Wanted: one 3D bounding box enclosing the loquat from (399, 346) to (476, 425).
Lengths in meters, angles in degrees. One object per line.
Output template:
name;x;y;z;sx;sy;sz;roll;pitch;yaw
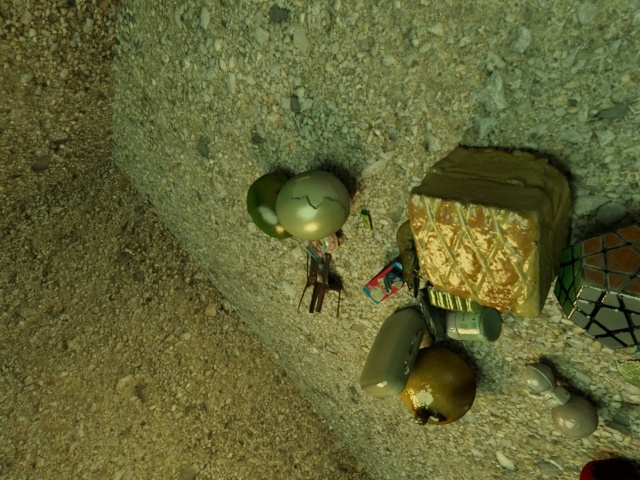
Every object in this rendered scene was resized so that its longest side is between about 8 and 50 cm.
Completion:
loquat;0.472;0.624;1.807;0.328;0.359;0.329;19;132;23

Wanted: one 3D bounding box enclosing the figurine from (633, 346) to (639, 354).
figurine;0.941;0.280;1.134;0.144;0.114;0.178;41;137;12

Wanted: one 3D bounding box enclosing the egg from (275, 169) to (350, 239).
egg;-0.019;-0.141;1.697;0.336;0.278;0.278;-7;117;53

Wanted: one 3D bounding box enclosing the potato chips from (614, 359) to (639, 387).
potato chips;0.989;0.414;1.276;0.209;0.026;0.142;12;134;47

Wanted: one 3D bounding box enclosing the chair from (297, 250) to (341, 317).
chair;0.008;0.204;2.161;0.175;0.183;0.327;7;83;48

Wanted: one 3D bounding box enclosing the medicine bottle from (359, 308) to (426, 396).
medicine bottle;0.306;0.470;1.821;0.123;0.375;0.282;33;149;-8

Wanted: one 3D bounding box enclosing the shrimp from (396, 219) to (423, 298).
shrimp;0.355;0.054;1.501;0.169;0.296;0.058;-15;157;25

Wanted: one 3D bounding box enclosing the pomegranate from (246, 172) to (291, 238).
pomegranate;-0.221;-0.131;1.975;0.310;0.216;0.358;56;153;9

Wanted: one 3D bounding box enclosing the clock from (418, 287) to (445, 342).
clock;0.433;0.288;1.680;0.215;0.041;0.215;-14;-90;-87

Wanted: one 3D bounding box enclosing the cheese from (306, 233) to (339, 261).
cheese;0.000;0.000;1.973;0.189;0.074;0.286;46;146;11

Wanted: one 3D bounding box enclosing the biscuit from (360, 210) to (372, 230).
biscuit;0.187;-0.080;1.752;0.046;0.016;0.089;15;133;42

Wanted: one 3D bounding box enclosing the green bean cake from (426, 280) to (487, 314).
green bean cake;0.485;0.145;1.450;0.214;0.200;0.113;8;128;47

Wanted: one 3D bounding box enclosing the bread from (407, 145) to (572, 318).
bread;0.473;-0.028;1.223;0.371;0.279;0.390;19;138;44

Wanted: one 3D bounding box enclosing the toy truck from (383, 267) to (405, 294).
toy truck;0.256;0.149;1.537;0.073;0.090;0.056;34;144;23

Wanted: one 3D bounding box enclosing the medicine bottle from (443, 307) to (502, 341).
medicine bottle;0.554;0.304;1.586;0.168;0.135;0.135;-15;111;54

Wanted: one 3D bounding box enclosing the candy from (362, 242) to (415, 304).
candy;0.300;0.132;1.698;0.100;0.157;0.306;47;147;5

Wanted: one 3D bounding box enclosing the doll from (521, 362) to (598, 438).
doll;0.820;0.544;1.502;0.287;0.151;0.151;48;147;9

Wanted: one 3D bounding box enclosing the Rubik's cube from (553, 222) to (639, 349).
Rubik's cube;0.741;0.108;1.047;0.319;0.319;0.264;61;172;-16

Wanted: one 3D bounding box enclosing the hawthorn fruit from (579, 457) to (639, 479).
hawthorn fruit;1.036;0.899;1.536;0.215;0.215;0.250;36;143;21
